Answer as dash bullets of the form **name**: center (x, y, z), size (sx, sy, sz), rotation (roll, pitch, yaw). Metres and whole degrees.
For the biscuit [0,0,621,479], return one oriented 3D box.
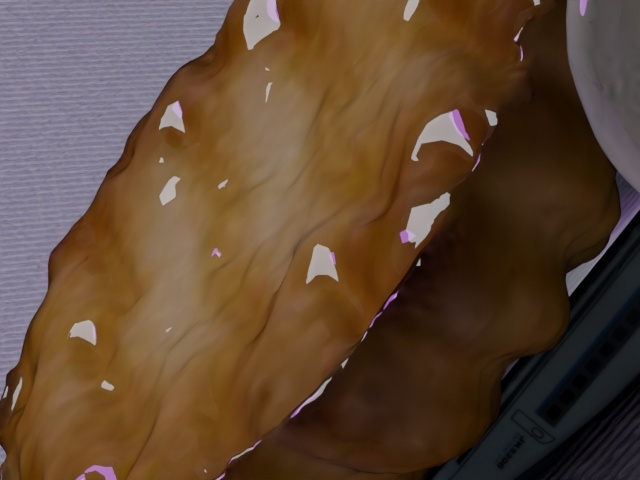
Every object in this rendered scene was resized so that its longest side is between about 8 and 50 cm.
- **biscuit**: center (0.000, 0.000, 0.696), size (0.326, 0.107, 0.325), rotation (-40, 26, 24)

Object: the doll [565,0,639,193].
- **doll**: center (0.187, -0.137, 0.535), size (0.226, 0.215, 0.370), rotation (-26, 9, 19)

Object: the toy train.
- **toy train**: center (0.110, 0.063, 0.784), size (0.252, 0.048, 0.055), rotation (-56, -7, 33)

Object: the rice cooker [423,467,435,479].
- **rice cooker**: center (-0.025, 0.052, 0.950), size (0.226, 0.226, 0.244), rotation (-53, -6, -7)
